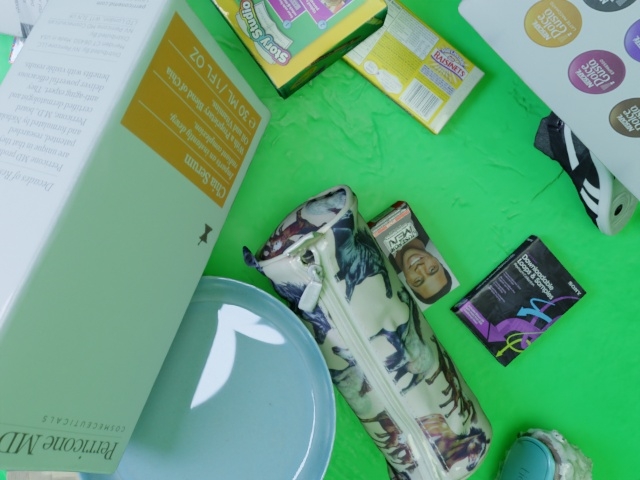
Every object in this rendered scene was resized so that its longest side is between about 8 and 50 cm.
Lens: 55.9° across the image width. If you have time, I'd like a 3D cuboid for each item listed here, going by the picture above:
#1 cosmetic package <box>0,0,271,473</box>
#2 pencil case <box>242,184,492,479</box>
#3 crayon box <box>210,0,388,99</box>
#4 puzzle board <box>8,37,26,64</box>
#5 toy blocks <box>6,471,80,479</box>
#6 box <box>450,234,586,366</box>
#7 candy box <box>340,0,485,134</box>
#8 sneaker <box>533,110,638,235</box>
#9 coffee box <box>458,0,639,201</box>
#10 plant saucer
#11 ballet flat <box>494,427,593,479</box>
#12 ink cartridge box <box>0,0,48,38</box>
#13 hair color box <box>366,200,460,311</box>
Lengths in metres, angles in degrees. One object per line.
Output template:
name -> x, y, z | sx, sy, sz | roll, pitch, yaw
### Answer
cosmetic package -> -0.241, -0.012, 0.627 | 0.161, 0.230, 0.453 | 15, 76, 26
pencil case -> 0.071, 0.139, 0.776 | 0.160, 0.183, 0.410 | -26, 104, 23
crayon box -> -0.066, -0.337, 0.739 | 0.165, 0.081, 0.278 | -36, 94, 4
puzzle board -> -0.328, -0.256, 0.780 | 0.128, 0.011, 0.096 | 18, 96, -6
toy blocks -> -0.269, 0.366, 0.809 | 0.261, 0.191, 0.381 | 2, 97, -17
box -> 0.286, 0.087, 0.871 | 0.162, 0.029, 0.116 | -44, 99, 1
candy box -> 0.109, -0.245, 0.809 | 0.206, 0.027, 0.105 | 37, 92, -8
sneaker -> 0.362, -0.105, 0.829 | 0.079, 0.121, 0.217 | -42, 134, -10
coffee box -> 0.401, -0.290, 0.589 | 0.337, 0.334, 0.338 | 39, 55, -18
plant saucer -> -0.137, 0.201, 0.708 | 0.317, 0.044, 0.317 | -1, 82, 7
ballet flat -> 0.287, 0.472, 0.881 | 0.147, 0.147, 0.409 | 24, 96, -8
ink cartridge box -> -0.335, -0.322, 0.693 | 0.219, 0.092, 0.160 | 11, 122, -7
hair color box -> 0.124, 0.022, 0.839 | 0.072, 0.043, 0.141 | -36, 100, -4
